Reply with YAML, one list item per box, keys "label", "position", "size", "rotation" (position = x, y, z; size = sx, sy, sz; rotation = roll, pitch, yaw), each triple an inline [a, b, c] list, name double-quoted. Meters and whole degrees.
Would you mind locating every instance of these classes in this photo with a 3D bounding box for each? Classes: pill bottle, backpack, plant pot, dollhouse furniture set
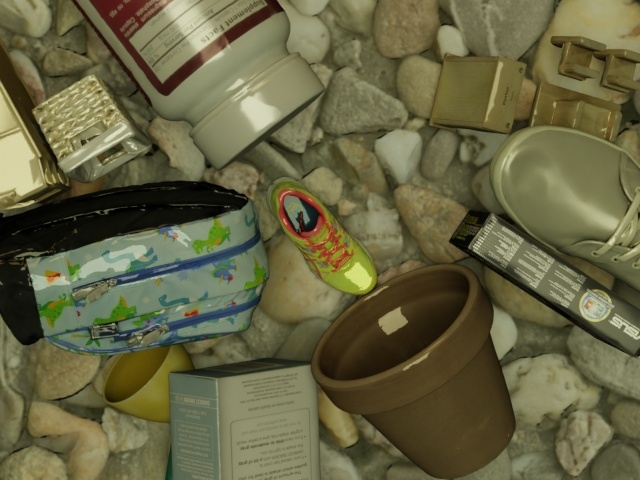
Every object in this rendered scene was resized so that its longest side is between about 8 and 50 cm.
- label: "pill bottle"
  position: [-0.182, -0.304, 1.830]
  size: [0.224, 0.224, 0.392]
  rotation: [-37, 93, 0]
- label: "backpack"
  position: [-0.249, 0.033, 1.834]
  size: [0.356, 0.290, 0.273]
  rotation: [-26, 101, -7]
- label: "plant pot"
  position: [-0.225, 0.202, 1.908]
  size: [0.134, 0.134, 0.095]
  rotation: [-44, 116, 1]
- label: "plant pot"
  position: [0.151, 0.197, 1.868]
  size: [0.263, 0.263, 0.229]
  rotation: [-32, 112, 0]
- label: "dollhouse furniture set"
  position: [0.302, -0.183, 1.913]
  size: [0.242, 0.161, 0.212]
  rotation: [12, 92, -24]

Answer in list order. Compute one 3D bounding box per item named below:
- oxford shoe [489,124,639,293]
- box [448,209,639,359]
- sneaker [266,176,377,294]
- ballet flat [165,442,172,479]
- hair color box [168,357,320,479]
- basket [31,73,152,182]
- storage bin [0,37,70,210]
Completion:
- label: "oxford shoe"
  position: [0.421, -0.016, 1.833]
  size: [0.449, 0.130, 0.169]
  rotation: [31, 95, -23]
- label: "box"
  position: [0.313, 0.055, 1.860]
  size: [0.270, 0.216, 0.060]
  rotation: [33, 92, -3]
- label: "sneaker"
  position: [0.000, 0.000, 1.911]
  size: [0.081, 0.094, 0.208]
  rotation: [-45, 94, -1]
- label: "ballet flat"
  position: [-0.192, 0.374, 1.931]
  size: [0.087, 0.083, 0.247]
  rotation: [16, 94, -16]
- label: "hair color box"
  position: [-0.099, 0.359, 1.869]
  size: [0.185, 0.114, 0.374]
  rotation: [-4, 93, -43]
- label: "basket"
  position: [-0.313, -0.153, 1.863]
  size: [0.113, 0.167, 0.103]
  rotation: [-31, 88, 0]
- label: "storage bin"
  position: [-0.451, -0.163, 1.811]
  size: [0.123, 0.262, 0.260]
  rotation: [-28, 93, -3]
